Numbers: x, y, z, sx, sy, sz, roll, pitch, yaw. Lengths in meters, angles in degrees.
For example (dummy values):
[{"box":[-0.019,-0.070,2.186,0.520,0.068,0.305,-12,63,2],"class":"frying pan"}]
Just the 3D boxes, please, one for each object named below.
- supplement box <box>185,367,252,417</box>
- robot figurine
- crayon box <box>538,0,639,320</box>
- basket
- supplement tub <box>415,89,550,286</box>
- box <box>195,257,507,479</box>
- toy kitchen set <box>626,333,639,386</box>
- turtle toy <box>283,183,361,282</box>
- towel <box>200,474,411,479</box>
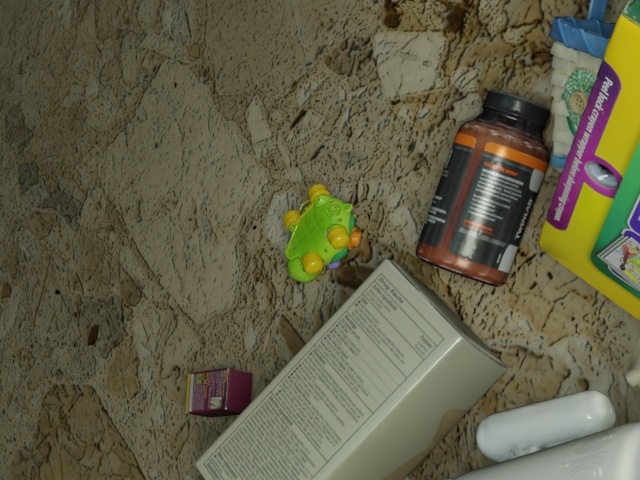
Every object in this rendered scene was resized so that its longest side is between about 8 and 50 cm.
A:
[{"box":[-0.130,0.195,1.777,0.083,0.043,0.055,-11,70,45],"class":"supplement box"},{"box":[0.190,0.263,1.091,0.353,0.200,0.300,-25,50,32],"class":"robot figurine"},{"box":[0.343,-0.015,1.047,0.313,0.363,0.106,36,69,15],"class":"crayon box"},{"box":[0.342,-0.175,1.275,0.255,0.201,0.289,24,106,48],"class":"basket"},{"box":[0.180,-0.057,1.483,0.106,0.106,0.197,23,95,48],"class":"supplement tub"},{"box":[0.032,0.188,1.489,0.311,0.121,0.148,-46,51,6],"class":"box"},{"box":[0.289,0.157,1.207,0.207,0.166,0.122,-38,10,45],"class":"toy kitchen set"},{"box":[0.000,0.000,1.683,0.130,0.066,0.095,-46,49,28],"class":"turtle toy"},{"box":[-0.011,0.334,1.614,0.312,0.056,0.324,-49,50,29],"class":"towel"}]
